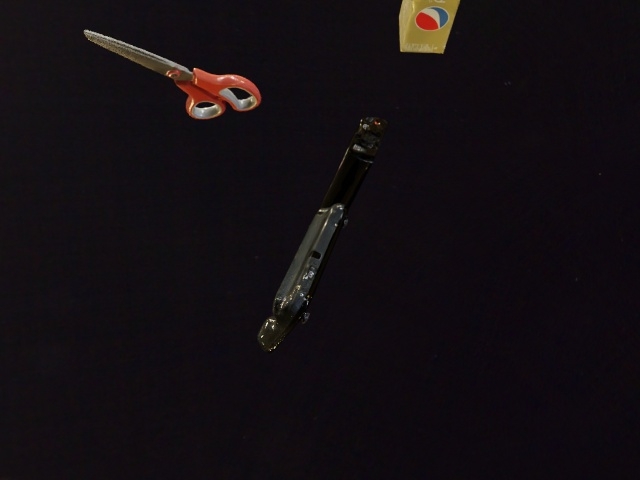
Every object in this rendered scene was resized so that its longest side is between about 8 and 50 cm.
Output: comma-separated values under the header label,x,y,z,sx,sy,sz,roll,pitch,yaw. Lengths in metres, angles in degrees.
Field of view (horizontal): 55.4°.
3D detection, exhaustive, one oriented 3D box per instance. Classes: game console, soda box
label,x,y,z,sx,sy,sz,roll,pitch,yaw
game console,0.000,0.000,0.775,0.044,0.361,0.213,26,-48,-1
soda box,0.135,-0.305,0.723,0.058,0.181,0.061,2,-113,-2

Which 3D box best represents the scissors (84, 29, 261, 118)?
label,x,y,z,sx,sy,sz,roll,pitch,yaw
scissors,-0.165,-0.213,0.767,0.109,0.297,0.021,-12,-101,12
